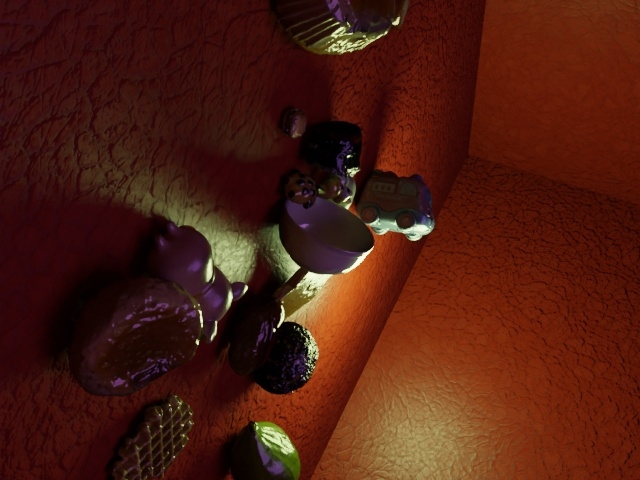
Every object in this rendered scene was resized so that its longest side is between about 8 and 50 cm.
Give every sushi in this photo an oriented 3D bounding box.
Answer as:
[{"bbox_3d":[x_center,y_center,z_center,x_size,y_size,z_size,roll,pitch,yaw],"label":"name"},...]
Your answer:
[{"bbox_3d":[0.044,-0.259,1.753,0.225,0.136,0.126,-44,151,-64],"label":"sushi"}]

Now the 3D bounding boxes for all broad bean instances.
[{"bbox_3d":[-0.180,0.255,1.685,0.229,0.122,0.156,-64,171,-6],"label":"broad bean"}]

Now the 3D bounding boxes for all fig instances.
[{"bbox_3d":[-0.170,0.669,1.974,0.233,0.233,0.314,-29,131,-61],"label":"fig"}]

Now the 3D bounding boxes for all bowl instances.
[{"bbox_3d":[0.000,0.000,1.725,0.277,0.277,0.145,-34,154,-59],"label":"bowl"}]

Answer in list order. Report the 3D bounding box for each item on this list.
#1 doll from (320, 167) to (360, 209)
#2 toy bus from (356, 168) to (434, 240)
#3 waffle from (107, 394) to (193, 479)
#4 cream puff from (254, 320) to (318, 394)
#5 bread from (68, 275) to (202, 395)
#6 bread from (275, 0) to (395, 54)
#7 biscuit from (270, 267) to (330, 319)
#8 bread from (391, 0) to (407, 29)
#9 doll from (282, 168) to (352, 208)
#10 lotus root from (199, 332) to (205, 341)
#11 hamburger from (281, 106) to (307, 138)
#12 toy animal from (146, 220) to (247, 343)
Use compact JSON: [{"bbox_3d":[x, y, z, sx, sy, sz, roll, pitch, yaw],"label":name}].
[{"bbox_3d":[0.037,-0.116,1.915,0.155,0.113,0.275,117,-7,-78],"label":"doll"},{"bbox_3d":[0.284,-0.139,2.281,0.197,0.294,0.232,31,70,-67],"label":"toy bus"},{"bbox_3d":[-0.390,0.488,1.459,0.249,0.056,0.253,-61,160,-21],"label":"waffle"},{"bbox_3d":[-0.100,0.374,1.944,0.239,0.164,0.239,19,90,-73],"label":"cream puff"},{"bbox_3d":[-0.335,0.165,1.113,0.244,0.134,0.244,-29,136,-32],"label":"bread"},{"bbox_3d":[0.035,-0.546,1.421,0.388,0.183,0.236,-8,101,-61],"label":"bread"},{"bbox_3d":[-0.048,0.128,1.902,0.376,0.051,0.269,-32,159,-44],"label":"biscuit"},{"bbox_3d":[0.209,-0.736,1.660,0.295,0.114,0.328,-64,172,-69],"label":"bread"},{"bbox_3d":[0.001,-0.146,1.741,0.291,0.086,0.117,-6,78,-51],"label":"doll"},{"bbox_3d":[-0.273,0.160,1.396,0.192,0.088,0.113,-51,162,-44],"label":"lotus root"},{"bbox_3d":[-0.066,-0.296,1.553,0.083,0.044,0.076,-19,128,-63],"label":"hamburger"},{"bbox_3d":[-0.265,0.068,1.246,0.165,0.149,0.248,-52,134,-30],"label":"toy animal"}]
